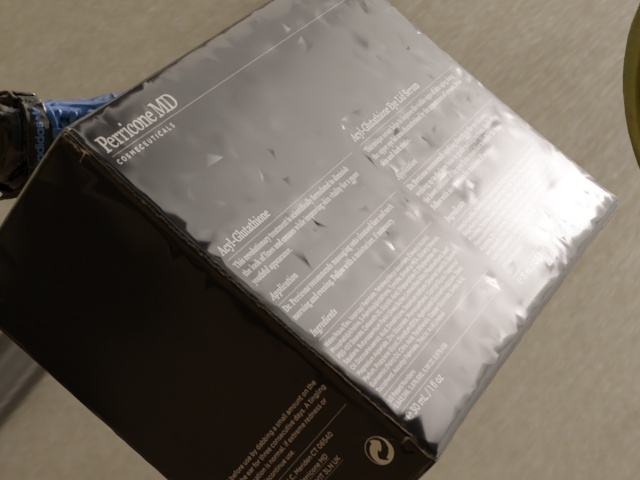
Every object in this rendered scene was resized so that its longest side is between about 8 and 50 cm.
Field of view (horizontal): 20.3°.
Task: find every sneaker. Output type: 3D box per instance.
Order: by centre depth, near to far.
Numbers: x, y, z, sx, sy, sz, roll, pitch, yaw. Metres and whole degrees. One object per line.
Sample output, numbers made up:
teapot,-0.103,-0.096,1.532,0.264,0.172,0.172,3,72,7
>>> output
sneaker,-0.126,-0.052,0.943,0.152,0.084,0.058,-1,-87,40

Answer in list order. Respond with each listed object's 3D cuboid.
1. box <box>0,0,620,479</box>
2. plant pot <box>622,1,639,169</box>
box,0.000,0.000,0.773,0.184,0.261,0.103,43,-57,3
plant pot,0.299,-0.102,0.627,0.274,0.293,0.275,31,-26,17
